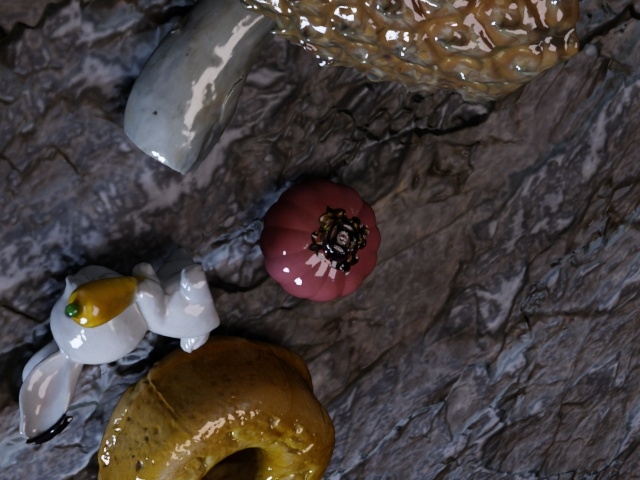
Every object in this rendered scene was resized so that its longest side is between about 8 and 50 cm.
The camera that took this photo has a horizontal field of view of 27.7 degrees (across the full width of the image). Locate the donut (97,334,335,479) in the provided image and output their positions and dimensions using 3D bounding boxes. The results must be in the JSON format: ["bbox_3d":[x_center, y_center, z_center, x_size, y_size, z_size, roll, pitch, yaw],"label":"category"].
[{"bbox_3d":[-0.095,0.194,1.182,0.227,0.114,0.226,-17,129,-22],"label":"donut"}]

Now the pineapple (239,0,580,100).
[{"bbox_3d":[-0.014,-0.206,0.850,0.362,0.202,0.202,8,120,-4],"label":"pineapple"}]

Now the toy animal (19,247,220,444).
[{"bbox_3d":[-0.172,0.079,1.046,0.182,0.131,0.127,-20,109,-10],"label":"toy animal"}]

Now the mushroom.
[{"bbox_3d":[-0.062,-0.156,0.980,0.092,0.081,0.223,31,99,-42],"label":"mushroom"}]

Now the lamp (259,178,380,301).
[{"bbox_3d":[0.000,0.000,1.124,0.107,0.092,0.107,1,87,-23],"label":"lamp"}]
